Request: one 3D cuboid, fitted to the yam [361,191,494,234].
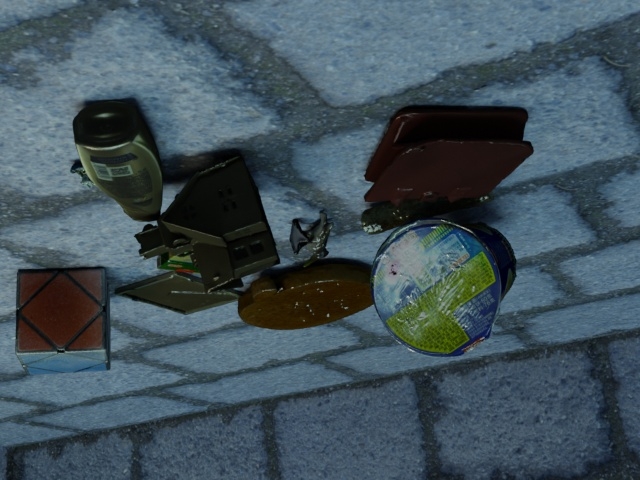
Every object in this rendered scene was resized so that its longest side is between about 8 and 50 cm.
[{"bbox_3d":[0.217,-0.070,1.971,0.274,0.061,0.061,-15,158,20],"label":"yam"}]

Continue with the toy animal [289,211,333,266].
[{"bbox_3d":[-0.010,0.002,2.102,0.105,0.070,0.202,-26,154,1],"label":"toy animal"}]

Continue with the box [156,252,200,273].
[{"bbox_3d":[-0.257,0.021,2.129,0.132,0.034,0.235,8,156,-33],"label":"box"}]

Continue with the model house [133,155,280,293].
[{"bbox_3d":[-0.215,-0.004,1.773,0.243,0.205,0.211,-19,164,0],"label":"model house"}]

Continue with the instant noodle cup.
[{"bbox_3d":[0.288,0.076,2.037,0.284,0.284,0.312,-16,180,26],"label":"instant noodle cup"}]

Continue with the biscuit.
[{"bbox_3d":[-0.044,0.136,2.451,0.394,0.070,0.350,-20,153,32],"label":"biscuit"}]

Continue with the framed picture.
[{"bbox_3d":[-0.354,0.138,2.446,0.208,0.019,0.281,-17,157,27],"label":"framed picture"}]

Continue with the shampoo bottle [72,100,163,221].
[{"bbox_3d":[-0.335,-0.122,1.654,0.125,0.084,0.350,-6,160,-2],"label":"shampoo bottle"}]

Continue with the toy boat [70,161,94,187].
[{"bbox_3d":[-0.417,-0.114,1.722,0.038,0.038,0.083,-12,158,17],"label":"toy boat"}]

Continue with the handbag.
[{"bbox_3d":[0.227,-0.147,1.744,0.259,0.084,0.275,-3,160,-15],"label":"handbag"}]

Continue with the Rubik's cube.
[{"bbox_3d":[-0.601,0.193,2.262,0.205,0.208,0.205,-3,159,-10],"label":"Rubik's cube"}]
